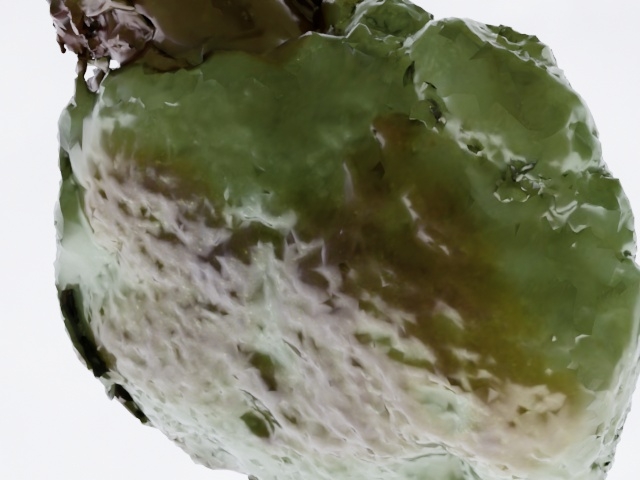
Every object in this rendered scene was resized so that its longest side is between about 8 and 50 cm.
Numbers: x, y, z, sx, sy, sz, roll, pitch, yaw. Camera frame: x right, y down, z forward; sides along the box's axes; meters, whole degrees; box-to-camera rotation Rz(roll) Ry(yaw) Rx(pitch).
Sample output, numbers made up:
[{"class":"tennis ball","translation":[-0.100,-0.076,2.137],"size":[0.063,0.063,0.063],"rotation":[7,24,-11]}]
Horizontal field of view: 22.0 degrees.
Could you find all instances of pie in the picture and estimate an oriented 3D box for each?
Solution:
[{"class":"pie","translation":[0.001,0.009,0.677],"size":[0.274,0.257,0.105],"rotation":[23,-148,21]}]
